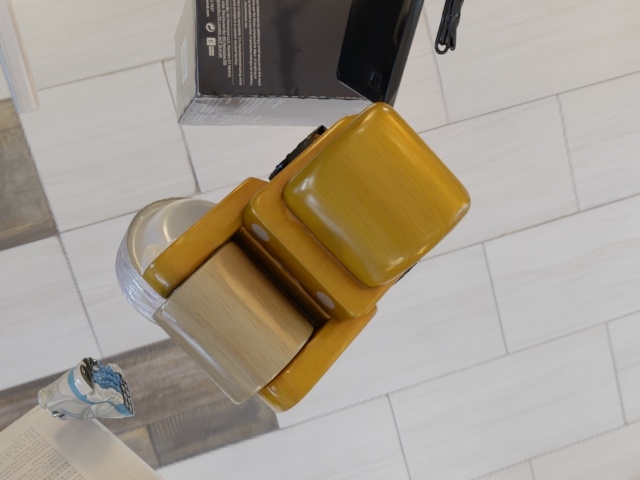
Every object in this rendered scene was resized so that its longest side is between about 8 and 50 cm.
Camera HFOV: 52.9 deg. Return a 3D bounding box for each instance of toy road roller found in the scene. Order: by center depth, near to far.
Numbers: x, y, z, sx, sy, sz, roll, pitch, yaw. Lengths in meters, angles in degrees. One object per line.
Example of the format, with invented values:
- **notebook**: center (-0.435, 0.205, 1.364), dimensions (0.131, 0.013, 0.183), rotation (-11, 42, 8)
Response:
- **toy road roller**: center (0.000, 0.000, 0.660), dimensions (0.202, 0.240, 0.329), rotation (46, 65, -3)

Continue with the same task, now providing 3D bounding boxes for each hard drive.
- **hard drive**: center (-0.504, -0.382, 1.000), dimensions (0.040, 0.203, 0.307), rotation (-15, 133, -20)

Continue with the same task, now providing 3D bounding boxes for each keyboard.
- **keyboard**: center (0.107, -0.294, 0.693), dimensions (0.033, 0.201, 0.317), rotation (-5, 124, -31)

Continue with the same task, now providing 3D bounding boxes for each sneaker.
- **sneaker**: center (-0.303, 0.201, 0.833), dimensions (0.083, 0.190, 0.071), rotation (-25, 67, -5)

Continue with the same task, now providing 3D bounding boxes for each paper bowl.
- **paper bowl**: center (-0.244, 0.031, 1.262), dimensions (0.284, 0.284, 0.148), rotation (25, 132, -13)

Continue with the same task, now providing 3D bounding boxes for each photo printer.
- **photo printer**: center (-0.321, 0.350, 0.773), dimensions (0.256, 0.308, 0.107), rotation (-39, 136, -34)

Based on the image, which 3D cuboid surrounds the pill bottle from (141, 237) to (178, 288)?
- **pill bottle**: center (-0.171, 0.038, 0.917), dimensions (0.152, 0.086, 0.086), rotation (-1, 100, 8)

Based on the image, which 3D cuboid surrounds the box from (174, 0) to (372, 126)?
- **box**: center (-0.081, -0.305, 1.117), dimensions (0.313, 0.343, 0.178), rotation (-2, 93, -18)
